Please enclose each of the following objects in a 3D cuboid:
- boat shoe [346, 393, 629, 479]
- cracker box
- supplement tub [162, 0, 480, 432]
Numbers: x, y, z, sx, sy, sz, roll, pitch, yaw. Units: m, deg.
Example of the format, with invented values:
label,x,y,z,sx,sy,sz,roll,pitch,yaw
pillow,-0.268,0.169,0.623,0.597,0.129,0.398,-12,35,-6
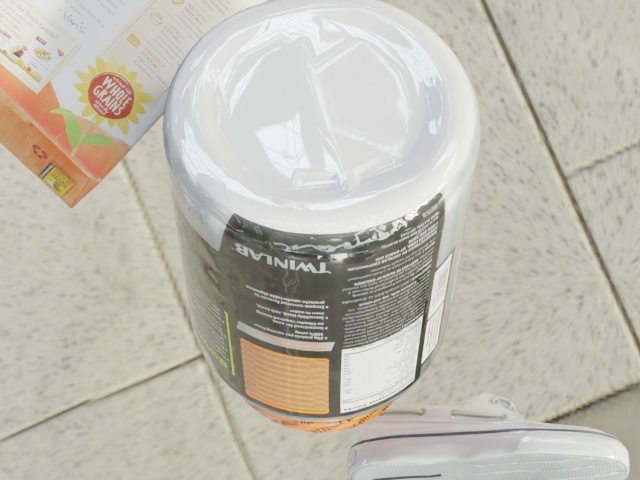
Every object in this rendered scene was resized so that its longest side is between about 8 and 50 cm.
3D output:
label,x,y,z,sx,sy,sz,roll,pitch,yaw
boat shoe,0.134,0.158,1.120,0.226,0.083,0.076,0,52,6
cracker box,-0.147,-0.158,0.941,0.155,0.067,0.232,44,59,-10
supplement tub,0.000,0.000,0.941,0.193,0.316,0.194,1,59,-1
